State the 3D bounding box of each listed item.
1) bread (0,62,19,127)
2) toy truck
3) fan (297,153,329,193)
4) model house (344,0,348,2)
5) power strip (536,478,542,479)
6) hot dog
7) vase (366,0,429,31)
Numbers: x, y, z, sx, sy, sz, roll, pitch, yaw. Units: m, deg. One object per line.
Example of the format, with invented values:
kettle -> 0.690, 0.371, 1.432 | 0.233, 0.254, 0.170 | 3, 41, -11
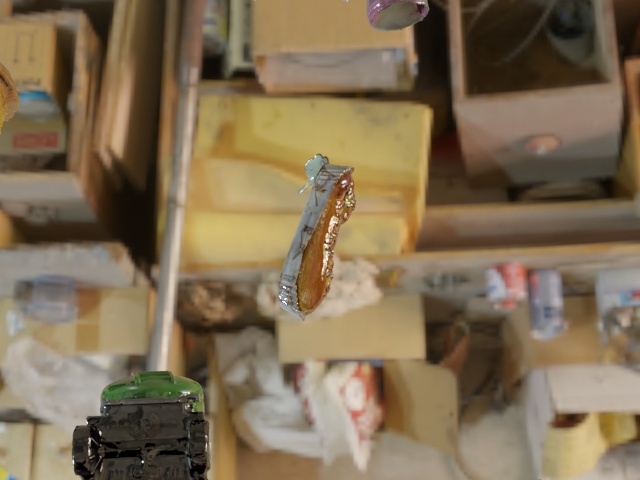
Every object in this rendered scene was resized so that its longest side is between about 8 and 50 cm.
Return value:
bread -> -0.437, -0.127, 1.185 | 0.340, 0.194, 0.179 | 12, 163, -32
toy truck -> -0.125, 0.218, 0.935 | 0.101, 0.242, 0.125 | -2, 172, -4
fan -> -0.009, -0.101, 2.018 | 0.083, 0.056, 0.004 | -39, 178, 31
model house -> 0.011, -0.317, 1.327 | 0.088, 0.167, 0.117 | 22, 169, -30
power strip -> 0.184, 0.376, 1.542 | 0.272, 0.052, 0.078 | -24, -156, -4
hot dog -> 0.000, 0.000, 1.464 | 0.059, 0.191, 0.108 | 16, 173, 7
vase -> 0.047, -0.301, 1.171 | 0.086, 0.214, 0.086 | -13, 165, -4
